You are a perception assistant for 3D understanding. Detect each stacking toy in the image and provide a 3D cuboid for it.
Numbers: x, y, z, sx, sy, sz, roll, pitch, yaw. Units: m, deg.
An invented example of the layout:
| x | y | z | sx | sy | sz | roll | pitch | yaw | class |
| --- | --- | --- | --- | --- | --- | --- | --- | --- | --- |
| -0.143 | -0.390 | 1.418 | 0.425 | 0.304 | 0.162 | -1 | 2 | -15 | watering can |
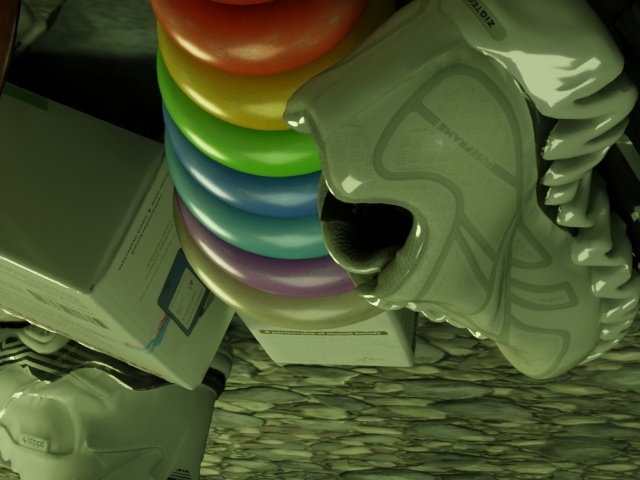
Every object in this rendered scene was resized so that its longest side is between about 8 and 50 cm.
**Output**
| x | y | z | sx | sy | sz | roll | pitch | yaw | class |
| --- | --- | --- | --- | --- | --- | --- | --- | --- | --- |
| -0.014 | -0.083 | 0.722 | 0.141 | 0.141 | 0.330 | 3 | 156 | 6 | stacking toy |

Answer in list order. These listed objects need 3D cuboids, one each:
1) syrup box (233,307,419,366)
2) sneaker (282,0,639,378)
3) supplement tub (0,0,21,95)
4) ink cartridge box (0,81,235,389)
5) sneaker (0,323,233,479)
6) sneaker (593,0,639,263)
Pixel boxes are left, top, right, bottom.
| x | y | z | sx | sy | sz | roll | pitch | yaw | class |
| --- | --- | --- | --- | --- | --- | --- | --- | --- | --- |
| 0.000 | 0.000 | 1.000 | 0.096 | 0.093 | 0.237 | 1 | 162 | 9 | syrup box |
| 0.058 | -0.012 | 0.704 | 0.118 | 0.110 | 0.292 | -35 | 151 | -6 | sneaker |
| -0.235 | -0.102 | 0.728 | 0.198 | 0.106 | 0.106 | 14 | 161 | -27 | supplement tub |
| -0.141 | -0.004 | 0.967 | 0.154 | 0.093 | 0.212 | 22 | 165 | 17 | ink cartridge box |
| -0.232 | 0.183 | 1.451 | 0.366 | 0.210 | 0.137 | -9 | 157 | 39 | sneaker |
| 0.184 | -0.066 | 0.638 | 0.146 | 0.122 | 0.330 | -31 | -172 | -5 | sneaker |
